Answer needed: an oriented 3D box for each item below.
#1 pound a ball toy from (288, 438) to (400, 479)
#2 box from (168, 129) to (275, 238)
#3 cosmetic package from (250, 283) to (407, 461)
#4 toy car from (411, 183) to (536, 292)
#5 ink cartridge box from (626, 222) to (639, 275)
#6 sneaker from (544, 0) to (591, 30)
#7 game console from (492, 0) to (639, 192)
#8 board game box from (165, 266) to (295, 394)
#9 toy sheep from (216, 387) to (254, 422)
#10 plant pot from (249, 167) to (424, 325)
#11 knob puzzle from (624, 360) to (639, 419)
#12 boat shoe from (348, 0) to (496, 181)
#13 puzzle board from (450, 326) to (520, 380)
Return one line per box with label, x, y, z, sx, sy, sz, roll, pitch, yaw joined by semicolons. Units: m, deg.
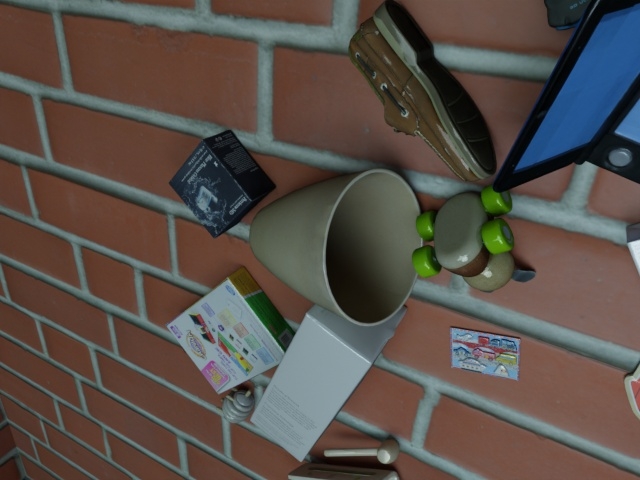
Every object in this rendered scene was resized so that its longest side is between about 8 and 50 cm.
pound a ball toy;0.077;0.590;1.195;0.319;0.135;0.208;-15;80;35
box;-0.208;-0.117;1.018;0.158;0.093;0.156;51;127;-2
cosmetic package;0.011;0.265;1.012;0.155;0.197;0.365;34;124;13
toy car;0.273;0.023;0.808;0.155;0.149;0.188;-25;128;40
ink cartridge box;0.530;0.061;0.684;0.115;0.067;0.198;-21;101;36
sneaker;0.398;-0.372;0.515;0.341;0.125;0.140;-22;99;35
game console;0.383;-0.141;0.547;0.250;0.173;0.293;29;150;15
board game box;-0.228;0.237;1.220;0.316;0.064;0.242;-34;94;37
toy sheep;-0.224;0.444;1.308;0.091;0.091;0.132;42;122;6
plant pot;0.000;0.000;0.879;0.274;0.256;0.256;7;117;44
knob puzzle;0.592;0.263;0.771;0.213;0.030;0.213;13;119;24
boat shoe;0.157;-0.214;0.755;0.104;0.110;0.307;-34;84;41
puzzle board;0.313;0.218;0.926;0.128;0.011;0.096;6;116;29
